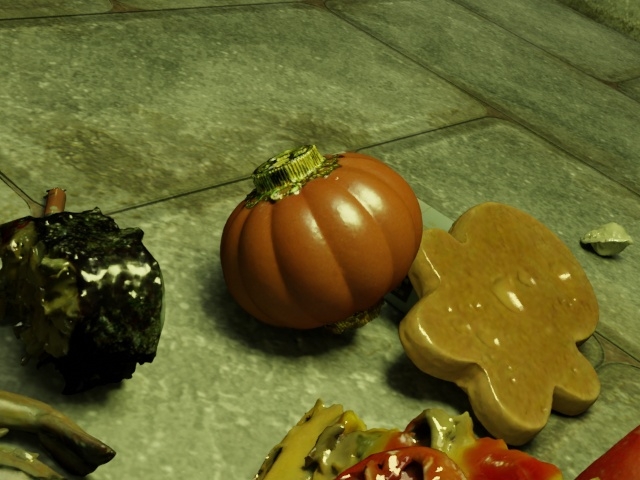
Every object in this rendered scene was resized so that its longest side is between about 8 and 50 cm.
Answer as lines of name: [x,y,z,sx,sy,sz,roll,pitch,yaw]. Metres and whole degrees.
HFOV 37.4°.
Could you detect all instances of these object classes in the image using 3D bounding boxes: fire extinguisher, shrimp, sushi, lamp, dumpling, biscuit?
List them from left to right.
shrimp: [-0.231,0.173,0.731,0.254,0.059,0.145,15,20,1]
fire extinguisher: [-0.300,-0.037,1.061,0.028,0.022,0.083,-16,35,0]
sushi: [-0.227,0.051,0.863,0.115,0.147,0.212,-9,23,-31]
lamp: [0.000,0.000,1.003,0.223,0.196,0.223,-23,17,7]
biscuit: [0.211,0.078,1.087,0.275,0.052,0.355,40,37,-2]
dumpling: [0.423,-0.005,1.404,0.057,0.052,0.076,18,30,-28]

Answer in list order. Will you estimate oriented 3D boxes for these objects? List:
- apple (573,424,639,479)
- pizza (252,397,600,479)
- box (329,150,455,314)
apple: [0.295,0.250,0.716,0.260,0.260,0.216,-6,43,-37]
pizza: [0.091,0.214,0.600,0.406,0.130,0.440,-19,27,19]
box: [0.068,-0.017,1.198,0.243,0.067,0.155,35,32,22]
